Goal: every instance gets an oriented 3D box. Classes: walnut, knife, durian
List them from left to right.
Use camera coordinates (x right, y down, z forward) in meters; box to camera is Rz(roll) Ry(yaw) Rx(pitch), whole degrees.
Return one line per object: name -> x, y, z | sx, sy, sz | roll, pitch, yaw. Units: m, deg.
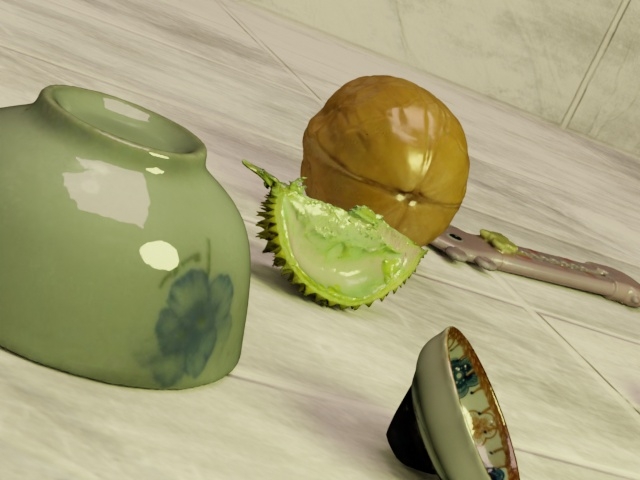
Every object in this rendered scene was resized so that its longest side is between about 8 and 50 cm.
durian -> 0.000, 0.000, 1.268 | 0.215, 0.100, 0.086 | 24, 10, -29
walnut -> 0.068, -0.083, 1.491 | 0.193, 0.193, 0.225 | 20, 7, -19
knife -> 0.282, 0.026, 1.751 | 0.398, 0.038, 0.132 | 15, 20, -35

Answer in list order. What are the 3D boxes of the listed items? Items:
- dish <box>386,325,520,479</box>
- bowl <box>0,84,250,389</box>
dish -> 0.085, 0.141, 0.987 | 0.141, 0.078, 0.141 | 59, 17, -31
bowl -> -0.167, -0.025, 1.003 | 0.289, 0.146, 0.289 | 23, 16, -7
